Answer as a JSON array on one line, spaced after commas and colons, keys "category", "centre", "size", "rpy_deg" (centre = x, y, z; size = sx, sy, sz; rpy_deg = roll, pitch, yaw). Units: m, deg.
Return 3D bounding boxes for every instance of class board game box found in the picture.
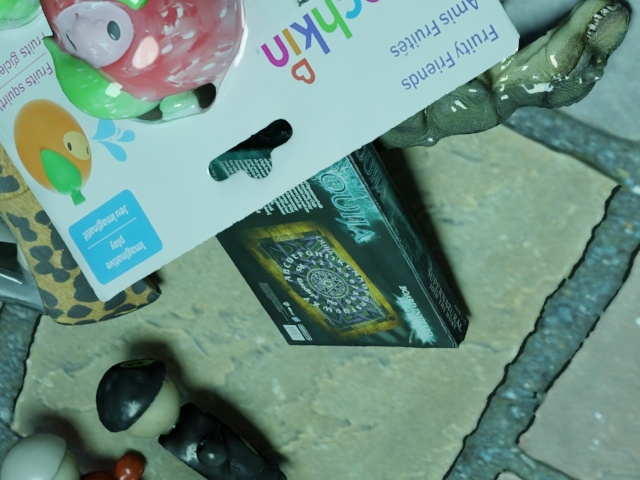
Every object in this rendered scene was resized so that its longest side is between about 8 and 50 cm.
[{"category": "board game box", "centre": [0.000, 0.000, 0.925], "size": [0.126, 0.026, 0.186], "rpy_deg": [-1, 140, 30]}]

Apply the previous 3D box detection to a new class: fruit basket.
[{"category": "fruit basket", "centre": [-0.117, -0.169, 0.766], "size": [0.327, 0.165, 0.353], "rpy_deg": [-28, 89, 39]}]

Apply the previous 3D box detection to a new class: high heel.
[{"category": "high heel", "centre": [-0.165, -0.067, 0.982], "size": [0.186, 0.093, 0.261], "rpy_deg": [13, 119, -15]}]

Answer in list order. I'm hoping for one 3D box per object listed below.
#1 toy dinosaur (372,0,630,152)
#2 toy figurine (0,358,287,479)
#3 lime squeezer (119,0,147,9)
[{"category": "toy dinosaur", "centre": [0.032, -0.091, 0.854], "size": [0.268, 0.064, 0.118], "rpy_deg": [-19, 121, 40]}, {"category": "toy figurine", "centre": [-0.148, 0.209, 1.071], "size": [0.148, 0.209, 0.213], "rpy_deg": [39, 132, -20]}, {"category": "lime squeezer", "centre": [-0.225, -0.175, 0.713], "size": [0.310, 0.059, 0.110], "rpy_deg": [40, 132, 0]}]
